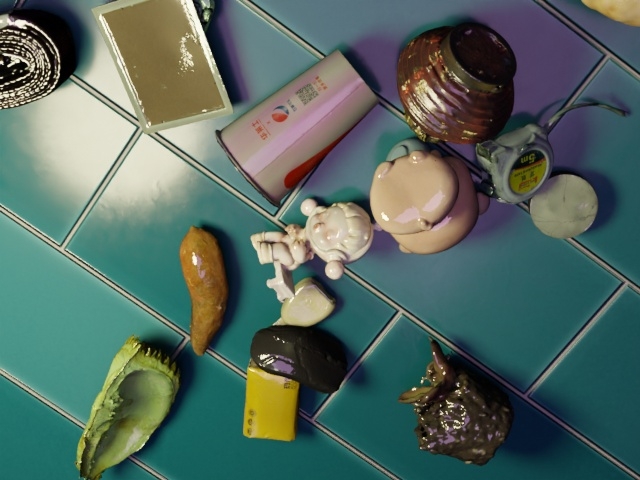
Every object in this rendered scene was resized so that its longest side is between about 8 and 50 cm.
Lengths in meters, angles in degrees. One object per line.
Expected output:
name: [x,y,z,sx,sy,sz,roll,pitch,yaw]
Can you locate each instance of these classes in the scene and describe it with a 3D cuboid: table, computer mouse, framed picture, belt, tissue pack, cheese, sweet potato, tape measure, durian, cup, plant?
table: [0.487,-0.073,1.882,0.133,0.043,0.133,1,107,4]
computer mouse: [-0.039,0.241,1.961,0.217,0.122,0.073,22,144,-20]
framed picture: [-0.306,-0.354,1.833,0.216,0.016,0.273,-9,115,22]
belt: [-0.634,-0.347,1.828,0.289,0.164,0.184,-13,114,8]
tissue pack: [-0.103,0.343,2.035,0.120,0.082,0.169,6,107,1]
cheese: [-0.060,0.163,2.000,0.192,0.037,0.097,-40,99,14]
sweet potato: [-0.242,0.111,1.972,0.097,0.097,0.292,0,108,5]
tape measure: [0.450,-0.181,1.833,0.330,0.084,0.164,-22,133,-20]
durian: [-0.416,0.372,2.010,0.163,0.198,0.394,27,109,-5]
cup: [-0.035,-0.227,1.815,0.288,0.203,0.203,-40,100,8]
plant: [0.280,0.356,1.959,0.234,0.178,0.204,28,108,-10]

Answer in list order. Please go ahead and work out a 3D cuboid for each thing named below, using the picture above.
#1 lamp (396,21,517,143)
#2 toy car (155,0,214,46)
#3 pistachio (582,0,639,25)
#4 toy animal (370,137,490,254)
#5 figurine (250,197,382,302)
lamp: [0.252,-0.286,1.750,0.247,0.247,0.247,1,107,4]
toy car: [-0.267,-0.411,1.833,0.093,0.058,0.186,24,123,1]
pistachio: [0.603,-0.504,1.652,0.321,0.229,0.238,-23,147,-2]
toy animal: [0.205,-0.077,1.810,0.210,0.221,0.229,-26,102,15]
figurine: [0.004,0.010,1.891,0.257,0.182,0.144,-20,120,8]
